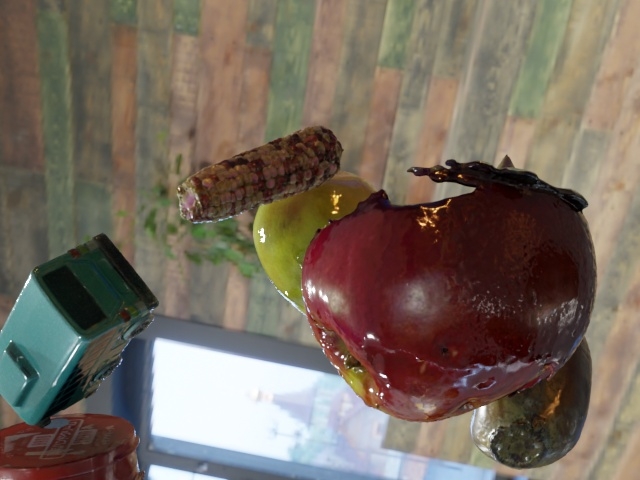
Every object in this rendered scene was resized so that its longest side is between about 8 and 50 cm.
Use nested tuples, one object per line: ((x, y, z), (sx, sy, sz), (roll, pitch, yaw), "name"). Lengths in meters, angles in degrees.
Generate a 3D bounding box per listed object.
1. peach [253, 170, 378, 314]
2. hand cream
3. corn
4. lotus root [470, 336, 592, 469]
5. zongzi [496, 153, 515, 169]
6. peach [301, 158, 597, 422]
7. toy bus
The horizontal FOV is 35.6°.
((0.007, -0.001, 2.103), (0.314, 0.281, 0.316), (-47, 47, 11), "peach")
((-0.354, 0.336, 1.349), (0.230, 0.230, 0.150), (-59, -32, -82), "hand cream")
((-0.082, -0.099, 1.460), (0.280, 0.092, 0.092), (-22, -44, -35), "corn")
((0.424, 0.315, 2.039), (0.346, 0.250, 0.251), (-62, -16, -53), "lotus root")
((0.362, -0.063, 1.953), (0.289, 0.154, 0.318), (92, -176, -76), "zongzi")
((0.188, 0.059, 1.381), (0.416, 0.353, 0.339), (-38, 6, -23), "peach")
((-0.325, 0.122, 1.267), (0.147, 0.128, 0.256), (-30, -14, -46), "toy bus")
